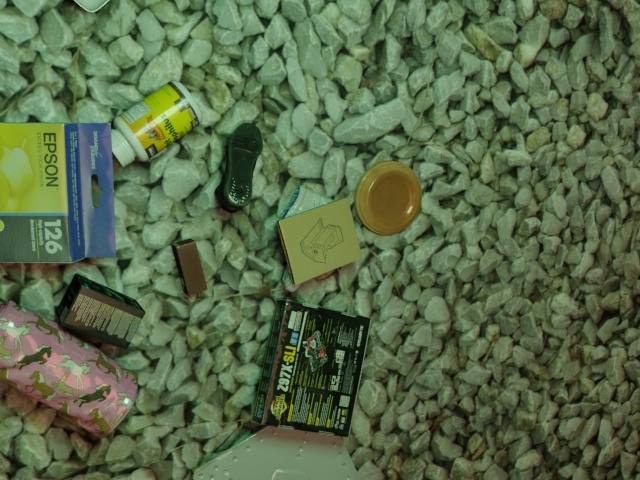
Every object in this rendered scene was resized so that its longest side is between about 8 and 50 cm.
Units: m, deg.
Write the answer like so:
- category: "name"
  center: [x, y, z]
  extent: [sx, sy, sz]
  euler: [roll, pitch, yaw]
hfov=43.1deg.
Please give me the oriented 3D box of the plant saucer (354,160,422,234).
- category: "plant saucer"
  center: [0.186, -0.111, 2.146]
  extent: [0.200, 0.037, 0.200]
  euler: [-5, 104, -22]

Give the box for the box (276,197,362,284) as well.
- category: "box"
  center: [0.000, 0.000, 2.005]
  extent: [0.201, 0.021, 0.164]
  euler: [-20, 103, -27]

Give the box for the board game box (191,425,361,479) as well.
- category: "board game box"
  center: [-0.100, 0.660, 2.180]
  extent: [0.390, 0.050, 0.390]
  euler: [-29, 112, -16]

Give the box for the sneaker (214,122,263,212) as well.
- category: "sneaker"
  center: [-0.201, -0.168, 1.946]
  extent: [0.087, 0.130, 0.228]
  euler: [14, 68, -21]

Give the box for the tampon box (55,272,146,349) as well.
- category: "tampon box"
  center: [-0.504, 0.164, 1.856]
  extent: [0.161, 0.120, 0.101]
  euler: [28, 89, -26]

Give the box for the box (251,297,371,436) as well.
- category: "box"
  center: [-0.020, 0.330, 2.093]
  extent: [0.257, 0.079, 0.322]
  euler: [14, 82, -24]

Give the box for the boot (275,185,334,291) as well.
- category: "boot"
  center: [-0.066, -0.008, 2.038]
  extent: [0.123, 0.095, 0.258]
  euler: [27, 81, -20]

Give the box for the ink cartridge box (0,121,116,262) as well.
- category: "ink cartridge box"
  center: [-0.604, -0.102, 1.736]
  extent: [0.307, 0.072, 0.304]
  euler: [0, 101, -1]

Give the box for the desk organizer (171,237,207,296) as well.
- category: "desk organizer"
  center: [-0.317, 0.064, 1.959]
  extent: [0.050, 0.047, 0.130]
  euler: [-19, 108, -22]

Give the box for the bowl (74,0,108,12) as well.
- category: "bowl"
  center: [-0.498, -0.579, 1.737]
  extent: [0.142, 0.053, 0.142]
  euler: [-48, 115, -7]

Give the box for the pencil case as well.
- category: "pencil case"
  center: [-0.595, 0.293, 1.826]
  extent: [0.386, 0.160, 0.167]
  euler: [36, 119, -26]

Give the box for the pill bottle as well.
- category: "pill bottle"
  center: [-0.381, -0.258, 1.821]
  extent: [0.215, 0.117, 0.117]
  euler: [-37, 113, -12]
